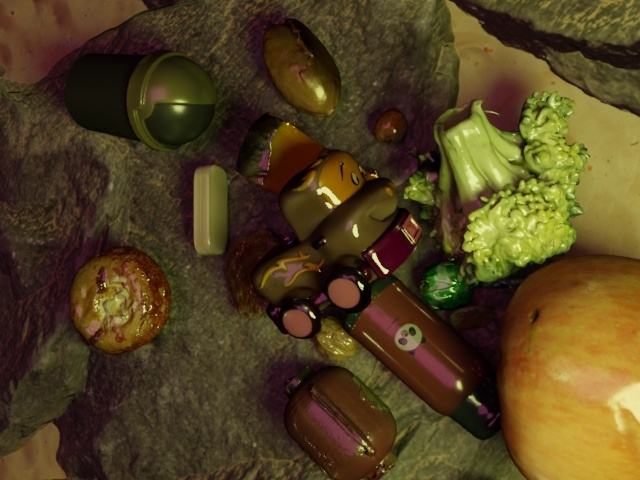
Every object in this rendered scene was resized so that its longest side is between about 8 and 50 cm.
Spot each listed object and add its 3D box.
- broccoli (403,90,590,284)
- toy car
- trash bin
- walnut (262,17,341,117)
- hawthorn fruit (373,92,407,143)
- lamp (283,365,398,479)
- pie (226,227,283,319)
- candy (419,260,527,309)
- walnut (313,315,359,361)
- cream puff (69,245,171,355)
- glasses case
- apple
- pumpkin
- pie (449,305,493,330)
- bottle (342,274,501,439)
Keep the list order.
[{"bbox_3d":[0.266,-0.096,1.050,0.293,0.281,0.348,-4,41,36],"label":"broccoli"},{"bbox_3d":[0.000,0.000,1.136,0.340,0.271,0.240,-35,97,30],"label":"toy car"},{"bbox_3d":[-0.378,-0.306,1.373,0.333,0.214,0.214,10,90,25],"label":"trash bin"},{"bbox_3d":[-0.042,-0.355,1.293,0.137,0.137,0.245,-35,84,15],"label":"walnut"},{"bbox_3d":[0.142,-0.243,1.257,0.066,0.067,0.103,4,76,21],"label":"hawthorn fruit"},{"bbox_3d":[0.034,0.342,1.191,0.258,0.180,0.180,43,101,16],"label":"lamp"},{"bbox_3d":[-0.132,0.068,1.328,0.163,0.079,0.194,17,93,31],"label":"pie"},{"bbox_3d":[0.345,0.074,1.158,0.323,0.097,0.097,-5,85,11],"label":"candy"},{"bbox_3d":[0.032,0.197,1.258,0.096,0.082,0.079,40,128,17],"label":"walnut"},{"bbox_3d":[-0.439,0.132,1.394,0.239,0.164,0.240,1,94,7],"label":"cream puff"},{"bbox_3d":[-0.238,-0.066,1.372,0.050,0.083,0.196,-2,84,20],"label":"glasses case"},{"bbox_3d":[0.446,0.221,0.942,0.346,0.391,0.392,7,89,22],"label":"apple"},{"bbox_3d":[-0.028,-0.139,1.242,0.280,0.190,0.139,29,95,19],"label":"pumpkin"},{"bbox_3d":[0.281,0.142,1.172,0.084,0.084,0.021,-19,51,18],"label":"pie"},{"bbox_3d":[0.201,0.219,1.157,0.336,0.144,0.144,43,101,17],"label":"bottle"}]
